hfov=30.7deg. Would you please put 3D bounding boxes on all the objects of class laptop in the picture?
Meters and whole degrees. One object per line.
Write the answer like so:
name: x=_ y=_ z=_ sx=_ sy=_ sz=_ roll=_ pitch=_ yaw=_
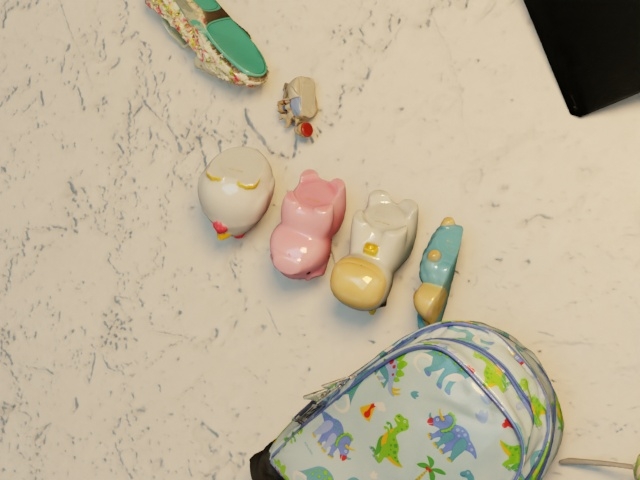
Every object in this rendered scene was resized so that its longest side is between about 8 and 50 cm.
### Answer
laptop: x=0.393 y=-0.305 z=1.372 sx=0.264 sy=0.136 sz=0.234 roll=-23 pitch=91 yaw=-7

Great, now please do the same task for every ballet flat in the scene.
ballet flat: x=-0.156 y=-0.277 z=1.564 sx=0.241 sy=0.091 sz=0.077 roll=53 pitch=132 yaw=20

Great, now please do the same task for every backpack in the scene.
backpack: x=0.113 y=0.250 z=1.337 sx=0.355 sy=0.273 sz=0.290 roll=-37 pitch=69 yaw=1

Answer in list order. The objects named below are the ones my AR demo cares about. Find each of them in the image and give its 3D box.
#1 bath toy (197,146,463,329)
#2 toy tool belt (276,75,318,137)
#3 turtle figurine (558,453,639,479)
bath toy: x=0.000 y=0.000 z=1.455 sx=0.348 sy=0.129 sz=0.151 roll=22 pitch=48 yaw=18
toy tool belt: x=-0.032 y=-0.171 z=1.522 sx=0.051 sy=0.052 sz=0.083 roll=-12 pitch=76 yaw=49
turtle figurine: x=0.396 y=0.339 z=1.292 sx=0.266 sy=0.274 sz=0.197 roll=9 pitch=64 yaw=0
